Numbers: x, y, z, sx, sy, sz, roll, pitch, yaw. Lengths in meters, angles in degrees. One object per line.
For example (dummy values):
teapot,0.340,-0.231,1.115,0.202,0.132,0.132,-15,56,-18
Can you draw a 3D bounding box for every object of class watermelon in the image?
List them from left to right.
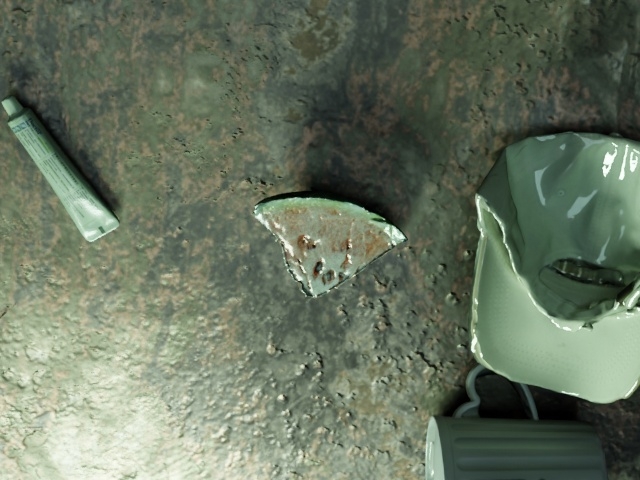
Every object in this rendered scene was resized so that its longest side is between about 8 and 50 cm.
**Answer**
watermelon,0.000,0.000,1.501,0.187,0.071,0.139,14,115,-14

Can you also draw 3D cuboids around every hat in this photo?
hat,0.302,0.038,1.465,0.257,0.168,0.301,17,116,16

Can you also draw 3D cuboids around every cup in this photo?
cup,0.233,0.270,1.541,0.202,0.167,0.221,-1,111,-3

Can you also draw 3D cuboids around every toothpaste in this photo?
toothpaste,-0.306,-0.085,1.487,0.048,0.029,0.197,-29,109,12
